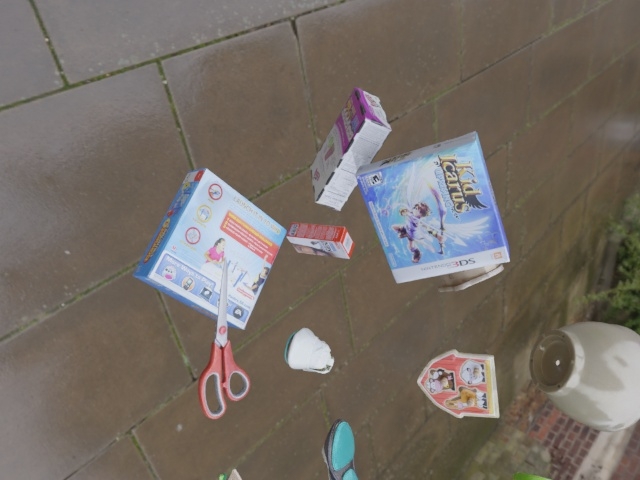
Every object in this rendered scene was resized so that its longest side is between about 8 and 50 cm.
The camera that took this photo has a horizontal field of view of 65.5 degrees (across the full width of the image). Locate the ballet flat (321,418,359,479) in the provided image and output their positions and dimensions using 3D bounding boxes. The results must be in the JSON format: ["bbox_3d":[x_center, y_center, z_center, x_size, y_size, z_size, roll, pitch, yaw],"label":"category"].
[{"bbox_3d":[0.036,0.453,1.011,0.074,0.074,0.203,-21,103,-41],"label":"ballet flat"}]

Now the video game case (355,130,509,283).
[{"bbox_3d":[0.232,-0.056,1.022,0.269,0.244,0.061,66,25,-21],"label":"video game case"}]

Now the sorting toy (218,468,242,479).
[{"bbox_3d":[-0.211,0.572,1.172,0.083,0.012,0.062,65,24,-15],"label":"sorting toy"}]

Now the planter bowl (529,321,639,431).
[{"bbox_3d":[0.390,0.192,0.749,0.109,0.162,0.162,18,94,-13],"label":"planter bowl"}]

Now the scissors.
[{"bbox_3d":[-0.190,0.185,0.916,0.109,0.021,0.297,-19,110,-38],"label":"scissors"}]

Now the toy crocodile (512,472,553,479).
[{"bbox_3d":[0.340,0.394,0.644,0.340,0.105,0.115,31,61,-20],"label":"toy crocodile"}]

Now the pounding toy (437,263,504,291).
[{"bbox_3d":[0.406,0.047,1.415,0.154,0.269,0.155,-25,87,-12],"label":"pounding toy"}]

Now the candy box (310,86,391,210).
[{"bbox_3d":[0.062,-0.207,1.139,0.071,0.159,0.233,19,126,-21],"label":"candy box"}]

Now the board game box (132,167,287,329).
[{"bbox_3d":[-0.267,0.027,1.280,0.308,0.086,0.302,40,63,-37],"label":"board game box"}]

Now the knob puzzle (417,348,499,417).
[{"bbox_3d":[0.337,0.363,1.242,0.030,0.213,0.213,-39,136,-61],"label":"knob puzzle"}]

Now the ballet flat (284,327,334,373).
[{"bbox_3d":[-0.020,0.381,1.666,0.139,0.139,0.400,-57,164,-13],"label":"ballet flat"}]

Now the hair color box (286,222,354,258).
[{"bbox_3d":[0.000,0.000,1.398,0.093,0.167,0.053,56,47,-52],"label":"hair color box"}]
